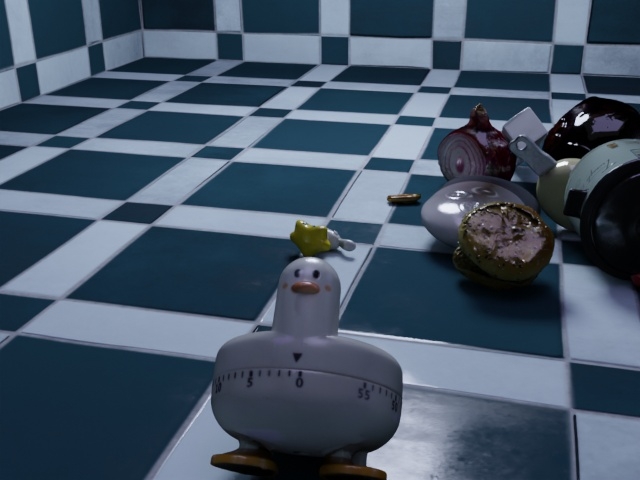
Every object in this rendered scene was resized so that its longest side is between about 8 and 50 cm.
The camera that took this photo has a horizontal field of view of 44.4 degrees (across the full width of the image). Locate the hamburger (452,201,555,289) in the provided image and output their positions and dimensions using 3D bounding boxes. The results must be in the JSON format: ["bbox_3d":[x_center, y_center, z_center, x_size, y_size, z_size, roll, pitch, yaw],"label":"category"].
[{"bbox_3d":[0.328,0.001,1.431,0.177,0.113,0.185,-25,65,-5],"label":"hamburger"}]

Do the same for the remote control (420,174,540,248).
[{"bbox_3d":[0.339,-0.059,1.650,0.221,0.103,0.332,19,27,19],"label":"remote control"}]

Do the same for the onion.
[{"bbox_3d":[0.390,-0.228,1.904,0.140,0.218,0.195,-9,25,-23],"label":"onion"}]

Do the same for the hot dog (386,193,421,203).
[{"bbox_3d":[0.197,-0.099,1.854,0.083,0.021,0.037,-2,12,-2],"label":"hot dog"}]

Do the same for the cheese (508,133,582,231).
[{"bbox_3d":[0.492,-0.116,1.646,0.249,0.163,0.071,26,48,7],"label":"cheese"}]

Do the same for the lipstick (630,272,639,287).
[{"bbox_3d":[0.646,0.078,1.382,0.186,0.063,0.057,7,-9,31],"label":"lipstick"}]

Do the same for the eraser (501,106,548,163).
[{"bbox_3d":[0.503,-0.252,1.959,0.076,0.078,0.298,-36,-9,8],"label":"eraser"}]

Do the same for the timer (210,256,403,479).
[{"bbox_3d":[-0.014,0.160,0.944,0.233,0.233,0.240,3,67,7],"label":"timer"}]

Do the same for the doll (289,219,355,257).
[{"bbox_3d":[0.006,0.002,1.580,0.135,0.071,0.113,11,6,12],"label":"doll"}]

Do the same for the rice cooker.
[{"bbox_3d":[0.589,-0.058,1.467,0.280,0.241,0.227,10,22,-3],"label":"rice cooker"}]

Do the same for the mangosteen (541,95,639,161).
[{"bbox_3d":[0.635,-0.172,1.757,0.287,0.287,0.233,18,39,37],"label":"mangosteen"}]
